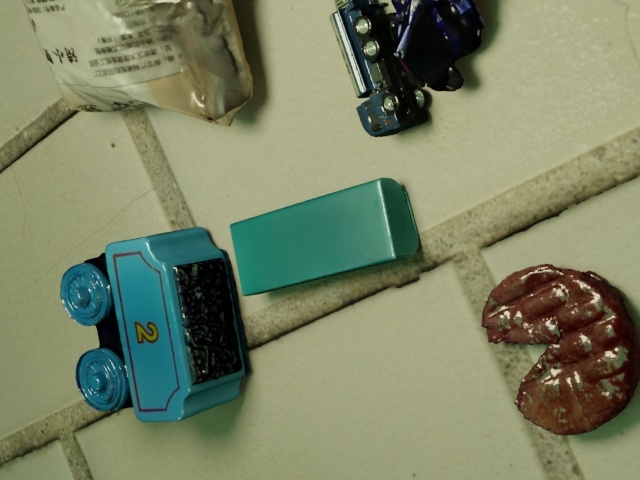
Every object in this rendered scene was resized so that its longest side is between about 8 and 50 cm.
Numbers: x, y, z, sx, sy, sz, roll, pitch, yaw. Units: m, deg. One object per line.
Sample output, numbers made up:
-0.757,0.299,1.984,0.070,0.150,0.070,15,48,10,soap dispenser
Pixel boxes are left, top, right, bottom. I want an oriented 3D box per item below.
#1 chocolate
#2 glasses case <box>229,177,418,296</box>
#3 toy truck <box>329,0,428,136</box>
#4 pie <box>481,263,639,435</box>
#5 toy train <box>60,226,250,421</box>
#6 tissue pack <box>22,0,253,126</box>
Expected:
0.136,-0.354,1.376,0.126,0.148,0.343,-172,65,-70,chocolate
0.000,-0.002,1.606,0.301,0.070,0.117,-14,84,42,glasses case
0.072,-0.239,1.488,0.088,0.074,0.201,-22,85,45,toy truck
0.304,0.136,1.397,0.204,0.054,0.218,-13,90,40,pie
-0.261,0.142,1.774,0.265,0.188,0.300,-9,93,35,toy train
-0.292,-0.359,1.659,0.375,0.195,0.390,6,119,40,tissue pack
